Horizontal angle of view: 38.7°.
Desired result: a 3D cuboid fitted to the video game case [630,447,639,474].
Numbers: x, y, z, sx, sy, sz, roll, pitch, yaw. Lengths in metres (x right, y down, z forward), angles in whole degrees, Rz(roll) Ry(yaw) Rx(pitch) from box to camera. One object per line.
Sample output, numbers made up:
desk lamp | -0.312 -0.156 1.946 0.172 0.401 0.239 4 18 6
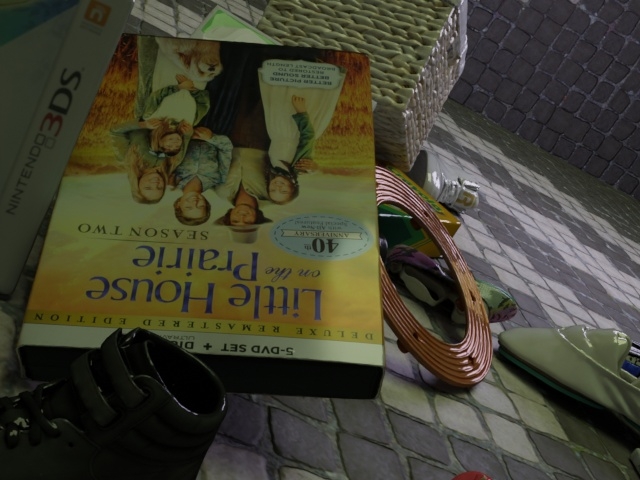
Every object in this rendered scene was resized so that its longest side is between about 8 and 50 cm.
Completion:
video game case | 0.538 0.385 1.252 0.201 0.023 0.183 28 20 -15

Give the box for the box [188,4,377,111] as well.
box | -0.088 -0.162 1.300 0.262 0.231 0.127 31 60 1

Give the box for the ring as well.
ring | 0.131 0.048 1.255 0.336 0.032 0.337 40 32 -31

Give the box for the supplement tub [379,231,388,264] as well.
supplement tub | 0.000 0.000 1.251 0.197 0.106 0.106 16 25 -39

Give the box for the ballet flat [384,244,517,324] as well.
ballet flat | 0.195 0.082 1.409 0.221 0.077 0.079 28 38 3

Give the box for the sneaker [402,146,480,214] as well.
sneaker | 0.265 -0.114 1.907 0.169 0.108 0.292 26 19 -6

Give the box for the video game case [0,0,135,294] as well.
video game case | -0.360 -0.132 0.747 0.329 0.300 0.036 20 11 -30

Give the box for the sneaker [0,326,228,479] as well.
sneaker | -0.194 0.119 0.622 0.295 0.147 0.104 14 28 -38

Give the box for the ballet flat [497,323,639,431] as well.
ballet flat | 0.464 0.210 1.366 0.400 0.139 0.139 32 19 9

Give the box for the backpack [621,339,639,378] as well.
backpack | 0.496 0.217 1.471 0.120 0.101 0.098 30 18 7

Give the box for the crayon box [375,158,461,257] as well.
crayon box | 0.104 -0.063 1.586 0.203 0.083 0.323 44 23 30

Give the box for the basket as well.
basket | 0.074 -0.328 1.667 0.331 0.266 0.328 21 -11 12

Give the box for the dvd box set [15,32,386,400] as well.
dvd box set | -0.097 -0.045 0.892 0.307 0.062 0.420 4 49 -4

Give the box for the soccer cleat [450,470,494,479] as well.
soccer cleat | 0.175 0.314 0.831 0.095 0.083 0.248 55 2 -29
